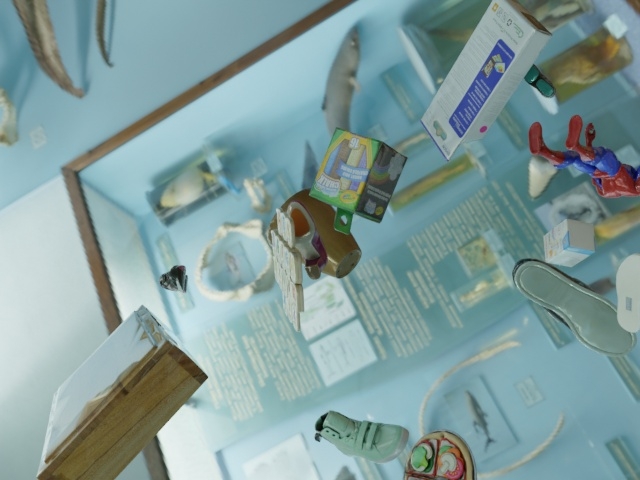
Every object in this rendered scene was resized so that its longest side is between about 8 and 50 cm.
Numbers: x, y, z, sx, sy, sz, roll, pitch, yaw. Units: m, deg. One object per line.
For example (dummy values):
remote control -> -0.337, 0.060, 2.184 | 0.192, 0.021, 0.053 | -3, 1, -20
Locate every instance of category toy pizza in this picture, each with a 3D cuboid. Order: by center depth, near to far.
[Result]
toy pizza -> 0.231, 0.481, 1.425 | 0.032, 0.201, 0.201 | 24, -153, -32

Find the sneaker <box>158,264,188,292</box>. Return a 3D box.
sneaker -> -0.422, 0.115, 2.003 | 0.178, 0.077, 0.071 | 110, 163, -70

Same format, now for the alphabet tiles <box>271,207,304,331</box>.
alphabet tiles -> -0.083, 0.069, 1.717 | 0.284, 0.021, 0.277 | -135, 41, -70

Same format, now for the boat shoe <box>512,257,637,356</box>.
boat shoe -> 0.556, 0.137, 1.550 | 0.303, 0.114, 0.091 | 41, -166, 0

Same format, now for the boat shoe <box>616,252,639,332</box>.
boat shoe -> 0.620, 0.095, 1.367 | 0.066, 0.063, 0.184 | 20, 133, 47

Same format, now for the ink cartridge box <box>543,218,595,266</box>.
ink cartridge box -> 0.724, 0.013, 2.071 | 0.143, 0.090, 0.092 | 123, 155, -61

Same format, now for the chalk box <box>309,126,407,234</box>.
chalk box -> 0.076, -0.122, 1.574 | 0.132, 0.212, 0.132 | 25, -177, 33

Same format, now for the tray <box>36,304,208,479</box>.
tray -> -0.282, 0.203, 0.981 | 0.076, 0.203, 0.411 | 46, 167, -13

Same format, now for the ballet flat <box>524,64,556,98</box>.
ballet flat -> 0.511, -0.374, 1.655 | 0.114, 0.041, 0.041 | 57, -175, 23

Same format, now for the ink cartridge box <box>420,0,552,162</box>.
ink cartridge box -> 0.378, -0.375, 1.667 | 0.069, 0.370, 0.175 | 8, -139, -31

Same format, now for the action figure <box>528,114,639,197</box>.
action figure -> 0.420, -0.147, 1.048 | 0.280, 0.092, 0.138 | 21, -105, -42

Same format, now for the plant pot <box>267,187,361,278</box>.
plant pot -> 0.000, 0.000, 2.243 | 0.254, 0.237, 0.237 | 41, 177, 27

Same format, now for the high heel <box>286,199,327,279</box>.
high heel -> -0.032, -0.020, 1.897 | 0.117, 0.082, 0.244 | -76, -31, -56

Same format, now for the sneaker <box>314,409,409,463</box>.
sneaker -> 0.090, 0.476, 1.738 | 0.151, 0.256, 0.094 | 38, -125, -24
